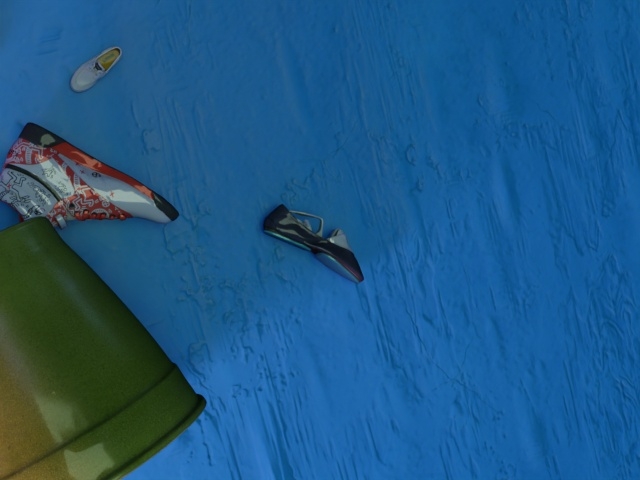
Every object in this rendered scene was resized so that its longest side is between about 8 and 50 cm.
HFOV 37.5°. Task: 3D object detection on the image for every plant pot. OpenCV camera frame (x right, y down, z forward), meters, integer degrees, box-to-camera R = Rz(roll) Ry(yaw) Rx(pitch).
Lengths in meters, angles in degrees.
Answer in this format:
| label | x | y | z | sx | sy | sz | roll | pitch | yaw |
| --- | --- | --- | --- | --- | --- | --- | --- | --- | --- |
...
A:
| label | x | y | z | sx | sy | sz | roll | pitch | yaw |
| --- | --- | --- | --- | --- | --- | --- | --- | --- | --- |
| plant pot | -0.406 | 0.171 | 1.318 | 0.366 | 0.366 | 0.353 | -31 | 95 | -16 |

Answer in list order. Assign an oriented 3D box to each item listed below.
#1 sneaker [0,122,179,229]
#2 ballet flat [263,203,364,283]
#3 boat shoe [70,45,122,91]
| label | x | y | z | sx | sy | sz | roll | pitch | yaw |
| --- | --- | --- | --- | --- | --- | --- | --- | --- | --- |
| sneaker | -0.366 | -0.054 | 1.455 | 0.270 | 0.090 | 0.145 | 30 | 83 | -14 |
| ballet flat | 0.000 | 0.000 | 1.596 | 0.203 | 0.074 | 0.074 | 29 | 82 | -16 |
| boat shoe | -0.351 | -0.271 | 1.480 | 0.100 | 0.035 | 0.035 | -40 | 104 | -14 |
